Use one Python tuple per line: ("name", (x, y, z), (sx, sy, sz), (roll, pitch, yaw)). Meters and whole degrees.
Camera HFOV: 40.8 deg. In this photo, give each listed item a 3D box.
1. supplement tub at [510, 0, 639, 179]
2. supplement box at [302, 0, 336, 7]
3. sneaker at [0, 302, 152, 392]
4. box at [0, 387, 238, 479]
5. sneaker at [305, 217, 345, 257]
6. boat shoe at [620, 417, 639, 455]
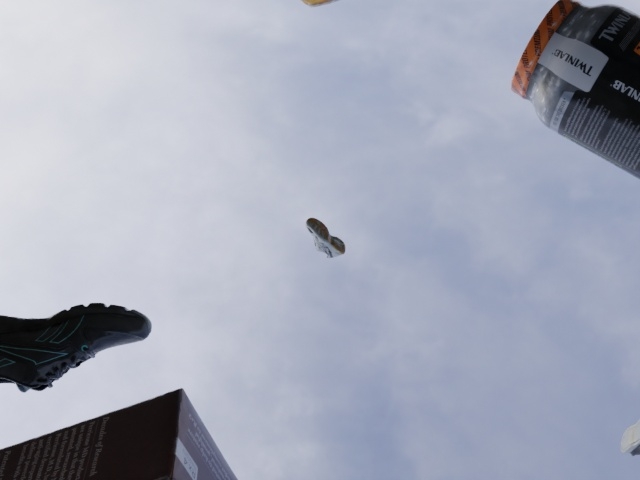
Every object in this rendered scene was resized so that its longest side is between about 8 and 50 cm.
("supplement tub", (0.439, -0.199, 1.192), (0.316, 0.194, 0.193), (33, -126, 16))
("supplement box", (-0.045, -0.316, 0.452), (0.195, 0.356, 0.194), (2, -112, 52))
("sneaker", (-0.361, 0.151, 1.170), (0.267, 0.101, 0.106), (-8, -111, -2))
("box", (-0.278, 0.312, 0.880), (0.381, 0.191, 0.143), (-18, -150, 9))
("sneaker", (0.000, 0.000, 1.301), (0.037, 0.083, 0.032), (-25, -146, 34))
("boat shoe", (0.445, 0.263, 1.156), (0.038, 0.125, 0.046), (14, -122, 2))
